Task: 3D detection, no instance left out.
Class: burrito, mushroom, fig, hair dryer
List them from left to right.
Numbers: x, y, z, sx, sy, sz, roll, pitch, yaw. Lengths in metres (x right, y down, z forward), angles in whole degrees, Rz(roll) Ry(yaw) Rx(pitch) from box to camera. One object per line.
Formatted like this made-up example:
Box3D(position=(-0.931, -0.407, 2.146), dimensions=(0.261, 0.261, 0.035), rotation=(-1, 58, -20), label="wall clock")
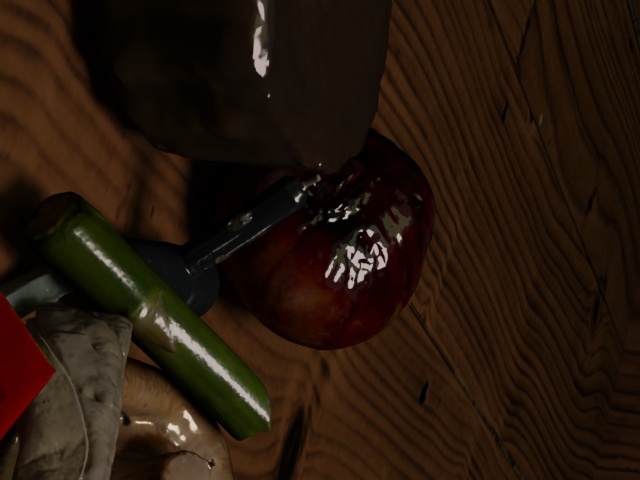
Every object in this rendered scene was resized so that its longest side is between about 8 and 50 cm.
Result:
Box3D(position=(-0.191, 0.163, 1.019), dimensions=(0.059, 0.082, 0.275), rotation=(96, -2, -56), label="burrito")
Box3D(position=(-0.173, 0.223, 1.146), dimensions=(0.278, 0.146, 0.278), rotation=(23, 62, -52), label="mushroom")
Box3D(position=(-0.091, 0.000, 1.222), dimensions=(0.071, 0.219, 0.124), rotation=(64, 19, 15), label="hair dryer")
Box3D(position=(0.005, -0.003, 1.408), dimensions=(0.224, 0.224, 0.263), rotation=(-66, 150, -31), label="fig")

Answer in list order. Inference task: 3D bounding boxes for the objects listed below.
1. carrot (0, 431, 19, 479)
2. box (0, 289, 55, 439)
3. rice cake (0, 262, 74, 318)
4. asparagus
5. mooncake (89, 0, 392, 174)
Box3D(position=(-0.260, 0.234, 0.994), dimensions=(0.049, 0.049, 0.254), rotation=(-23, 144, -61), label="carrot")
Box3D(position=(-0.311, 0.050, 0.863), dimensions=(0.197, 0.089, 0.313), rotation=(-53, 143, -28), label="box")
Box3D(position=(-0.251, 0.053, 1.081), dimensions=(0.171, 0.033, 0.029), rotation=(-32, 119, -57), label="rice cake")
Box3D(position=(-0.134, 0.065, 1.156), dimensions=(0.060, 0.067, 0.277), rotation=(-47, 122, -9), label="asparagus")
Box3D(position=(-0.063, -0.220, 1.231), dimensions=(0.324, 0.187, 0.324), rotation=(6, 90, -67), label="mooncake")
